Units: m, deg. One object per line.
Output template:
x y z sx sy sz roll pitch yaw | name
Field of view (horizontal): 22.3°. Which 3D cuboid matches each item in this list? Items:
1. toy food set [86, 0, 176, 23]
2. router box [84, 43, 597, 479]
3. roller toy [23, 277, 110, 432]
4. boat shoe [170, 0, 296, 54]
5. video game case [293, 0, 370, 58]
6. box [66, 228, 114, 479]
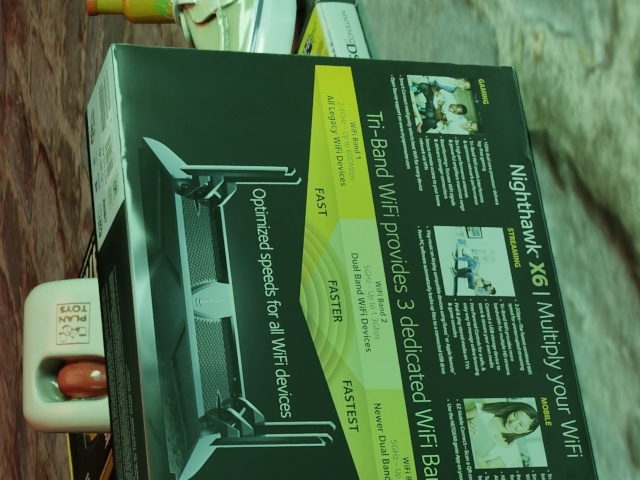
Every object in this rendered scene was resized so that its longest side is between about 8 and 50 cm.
-0.151 -0.307 1.391 0.111 0.105 0.232 -104 13 -66 | toy food set
0.008 0.048 0.879 0.081 0.243 0.308 126 141 -59 | router box
-0.168 0.099 1.452 0.209 0.191 0.146 161 110 -70 | roller toy
-0.072 -0.198 1.278 0.109 0.094 0.302 122 153 -64 | boat shoe
0.000 0.000 1.216 0.275 0.035 0.248 113 151 -48 | video game case
-0.215 0.140 1.761 0.322 0.079 0.257 117 150 -52 | box
